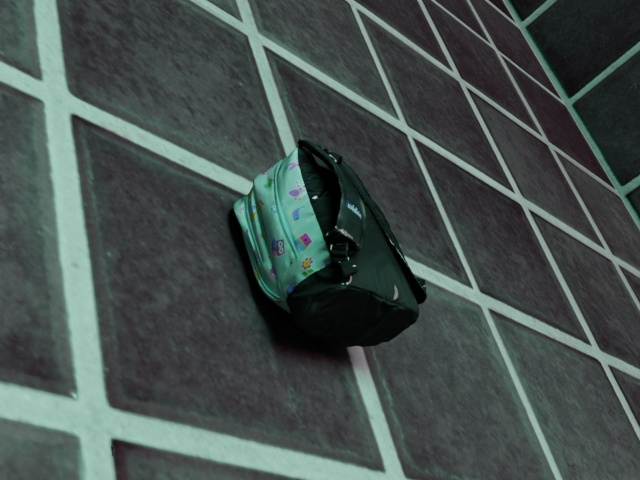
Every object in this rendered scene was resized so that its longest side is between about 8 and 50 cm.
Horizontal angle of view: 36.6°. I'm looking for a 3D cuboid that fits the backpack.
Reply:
[{"bbox_3d":[0.000,0.000,0.863,0.152,0.115,0.182,34,27,-53],"label":"backpack"}]
